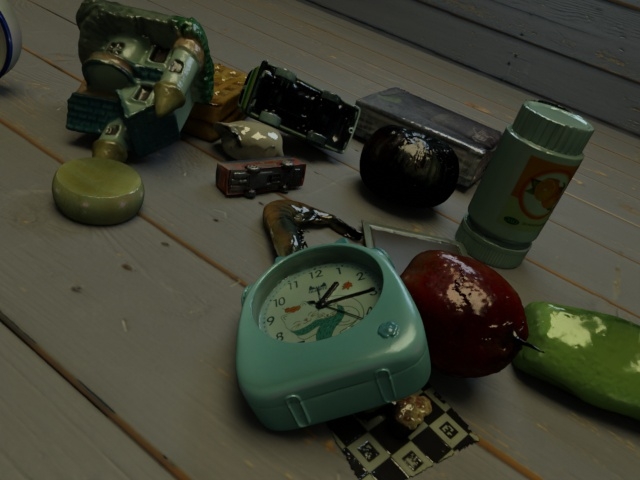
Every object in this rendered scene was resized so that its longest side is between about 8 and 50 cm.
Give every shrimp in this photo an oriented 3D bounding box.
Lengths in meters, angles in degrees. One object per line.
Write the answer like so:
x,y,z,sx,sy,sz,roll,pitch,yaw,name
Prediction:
0.000,0.000,0.906,0.198,0.051,0.262,6,31,-19,shrimp

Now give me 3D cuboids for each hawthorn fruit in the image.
0.201,0.114,0.692,0.181,0.181,0.235,-4,20,-30,hawthorn fruit

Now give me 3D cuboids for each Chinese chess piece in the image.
-0.375,-0.085,0.846,0.144,0.058,0.144,13,35,-9,Chinese chess piece

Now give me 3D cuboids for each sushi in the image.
0.085,0.198,0.657,0.192,0.040,0.210,-8,41,-35,sushi

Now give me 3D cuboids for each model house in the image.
-0.381,-0.279,0.976,0.267,0.194,0.325,11,59,1,model house

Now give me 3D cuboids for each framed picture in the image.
0.195,0.067,0.928,0.231,0.018,0.293,12,33,-8,framed picture

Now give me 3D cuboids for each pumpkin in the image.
0.204,-0.168,1.148,0.233,0.163,0.233,16,24,-8,pumpkin

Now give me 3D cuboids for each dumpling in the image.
-0.156,-0.227,1.142,0.176,0.092,0.150,1,22,-18,dumpling

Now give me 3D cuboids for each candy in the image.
0.478,0.204,0.772,0.343,0.132,0.142,20,75,6,candy

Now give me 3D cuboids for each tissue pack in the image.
0.316,-0.310,1.452,0.394,0.124,0.288,31,35,20,tissue pack

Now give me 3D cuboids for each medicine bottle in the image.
0.411,-0.112,1.021,0.158,0.318,0.158,12,33,-8,medicine bottle

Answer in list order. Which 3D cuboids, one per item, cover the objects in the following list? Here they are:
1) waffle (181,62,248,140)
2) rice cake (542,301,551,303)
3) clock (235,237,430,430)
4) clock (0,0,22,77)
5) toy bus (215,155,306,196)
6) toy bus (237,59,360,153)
-0.296,-0.374,1.284,0.224,0.098,0.328,22,31,4,waffle
0.494,0.166,0.891,0.256,0.057,0.052,15,50,-5,rice cake
0.008,0.098,0.656,0.223,0.094,0.274,-15,34,4,clock
-0.753,-0.437,1.030,0.230,0.230,0.083,9,30,-14,clock
-0.123,-0.139,1.042,0.192,0.065,0.077,-13,36,-39,toy bus
-0.059,-0.322,1.224,0.276,0.134,0.164,18,6,-31,toy bus
